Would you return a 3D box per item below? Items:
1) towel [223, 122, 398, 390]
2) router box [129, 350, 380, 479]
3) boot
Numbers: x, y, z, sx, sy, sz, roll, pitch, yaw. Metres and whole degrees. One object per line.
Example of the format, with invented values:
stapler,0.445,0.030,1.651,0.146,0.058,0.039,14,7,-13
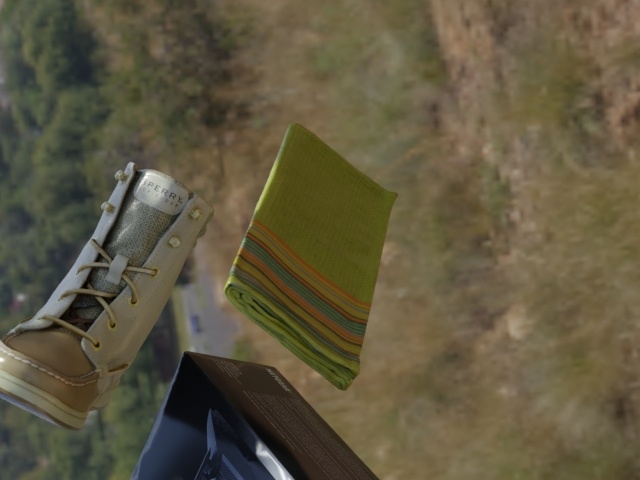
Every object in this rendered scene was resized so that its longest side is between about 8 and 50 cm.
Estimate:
towel,0.000,0.000,0.991,0.021,0.102,0.237,-43,15,28
router box,-0.037,0.248,0.916,0.309,0.081,0.243,42,113,51
boot,-0.137,0.030,0.933,0.165,0.077,0.213,-60,-4,2
